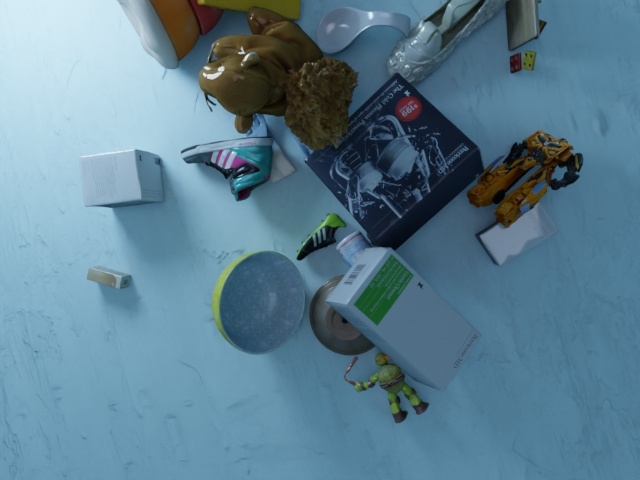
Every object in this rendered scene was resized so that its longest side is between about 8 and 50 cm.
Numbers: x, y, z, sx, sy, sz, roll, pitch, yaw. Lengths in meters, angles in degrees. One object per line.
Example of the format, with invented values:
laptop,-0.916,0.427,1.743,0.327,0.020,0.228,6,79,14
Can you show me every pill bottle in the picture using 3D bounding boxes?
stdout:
pill bottle,0.124,0.058,1.574,0.087,0.087,0.160,-38,79,8

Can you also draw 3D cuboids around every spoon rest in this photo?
spoon rest,0.105,-0.590,1.530,0.276,0.084,0.137,4,85,30

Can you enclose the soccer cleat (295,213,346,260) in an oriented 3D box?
soccer cleat,0.000,0.000,1.616,0.072,0.060,0.179,42,95,4

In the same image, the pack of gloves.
pack of gloves,-0.111,-0.317,1.638,0.195,0.046,0.232,-28,97,8

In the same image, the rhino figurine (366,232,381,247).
rhino figurine,0.234,-0.065,1.569,0.243,0.073,0.106,-43,88,8

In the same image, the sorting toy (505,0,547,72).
sorting toy,0.552,-0.582,1.475,0.046,0.132,0.274,-5,93,-11

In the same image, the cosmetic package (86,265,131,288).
cosmetic package,-0.659,0.114,1.723,0.115,0.060,0.041,15,95,10

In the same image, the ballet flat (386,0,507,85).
ballet flat,0.333,-0.590,1.503,0.409,0.147,0.147,-42,86,8

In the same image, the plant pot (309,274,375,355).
plant pot,0.078,0.220,1.587,0.237,0.110,0.237,0,93,8

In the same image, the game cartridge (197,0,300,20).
game cartridge,-0.189,-0.763,1.489,0.053,0.324,0.285,22,112,50

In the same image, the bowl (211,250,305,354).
bowl,-0.201,0.168,1.589,0.156,0.289,0.289,5,94,52

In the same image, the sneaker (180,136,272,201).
sneaker,-0.268,-0.201,1.624,0.295,0.124,0.178,-3,98,23

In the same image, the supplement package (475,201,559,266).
supplement package,0.531,-0.020,1.508,0.179,0.105,0.105,-34,87,8

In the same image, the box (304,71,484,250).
box,0.197,-0.201,1.474,0.343,0.179,0.312,-43,68,8

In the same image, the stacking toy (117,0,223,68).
stacking toy,-0.334,-0.742,1.562,0.480,0.350,0.350,-33,87,-10

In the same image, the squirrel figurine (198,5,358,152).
squirrel figurine,-0.099,-0.391,1.378,0.397,0.370,0.281,22,115,6

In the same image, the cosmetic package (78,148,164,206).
cosmetic package,-0.591,-0.182,1.654,0.184,0.151,0.151,-5,92,10

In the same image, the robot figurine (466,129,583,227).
robot figurine,0.541,-0.175,1.458,0.291,0.085,0.211,-43,48,-2

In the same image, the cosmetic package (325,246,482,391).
cosmetic package,0.220,0.205,1.463,0.365,0.155,0.197,41,75,-14

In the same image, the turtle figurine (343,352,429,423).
turtle figurine,0.221,0.397,1.579,0.269,0.087,0.217,-30,92,2
